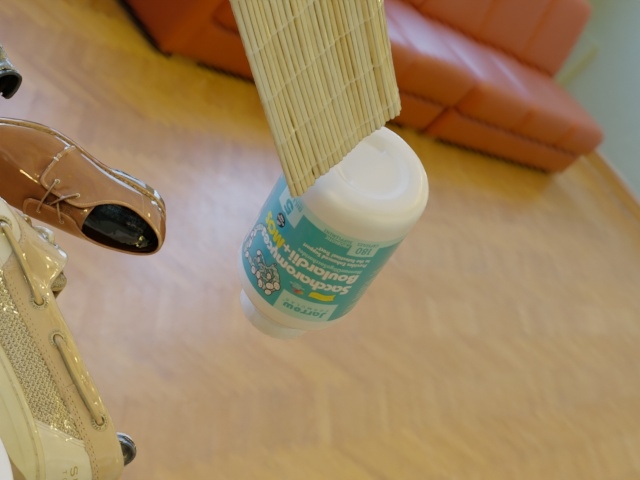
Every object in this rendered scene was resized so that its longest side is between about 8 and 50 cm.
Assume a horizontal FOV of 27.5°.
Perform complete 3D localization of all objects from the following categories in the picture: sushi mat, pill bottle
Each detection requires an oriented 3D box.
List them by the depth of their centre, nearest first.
[{"bbox_3d":[0.003,-0.166,1.127,0.019,0.151,0.316,41,-16,27],"label":"sushi mat"},{"bbox_3d":[0.000,0.000,1.412,0.146,0.264,0.146,14,49,-17],"label":"pill bottle"}]

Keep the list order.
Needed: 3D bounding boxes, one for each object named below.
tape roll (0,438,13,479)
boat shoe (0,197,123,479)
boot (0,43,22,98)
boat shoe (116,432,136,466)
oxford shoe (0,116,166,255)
[{"bbox_3d":[-0.311,0.126,0.688,0.286,0.100,0.286,28,20,-11],"label":"tape roll"},{"bbox_3d":[-0.244,0.036,0.953,0.110,0.121,0.341,-10,68,-36],"label":"boat shoe"},{"bbox_3d":[-0.487,-0.210,1.702,0.083,0.246,0.161,1,65,-47],"label":"boot"},{"bbox_3d":[-0.248,0.218,1.318,0.125,0.046,0.038,0,2,-14],"label":"boat shoe"},{"bbox_3d":[-0.224,-0.045,1.114,0.212,0.076,0.076,22,18,-20],"label":"oxford shoe"}]
